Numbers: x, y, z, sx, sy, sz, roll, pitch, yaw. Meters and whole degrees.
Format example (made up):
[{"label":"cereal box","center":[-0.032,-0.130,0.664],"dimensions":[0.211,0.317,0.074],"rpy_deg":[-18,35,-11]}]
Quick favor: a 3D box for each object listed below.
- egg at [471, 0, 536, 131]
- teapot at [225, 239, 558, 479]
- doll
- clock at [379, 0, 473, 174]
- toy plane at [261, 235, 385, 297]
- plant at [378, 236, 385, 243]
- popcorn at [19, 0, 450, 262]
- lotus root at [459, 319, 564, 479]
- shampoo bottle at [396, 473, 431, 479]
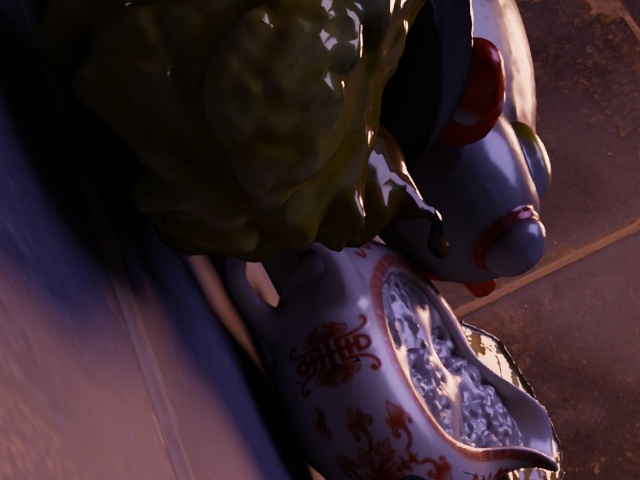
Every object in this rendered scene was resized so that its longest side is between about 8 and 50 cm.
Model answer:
[{"label":"egg","center":[0.052,-0.152,1.381],"dimensions":[0.379,0.288,0.287],"rpy_deg":[60,2,16]},{"label":"teapot","center":[0.029,0.069,0.812],"dimensions":[0.245,0.116,0.159],"rpy_deg":[44,40,-42]},{"label":"doll","center":[0.057,-0.080,0.831],"dimensions":[0.200,0.105,0.336],"rpy_deg":[43,-18,44]},{"label":"clock","center":[-0.027,-0.113,0.716],"dimensions":[0.042,0.215,0.215],"rpy_deg":[-45,116,-41]},{"label":"toy plane","center":[-0.005,0.001,0.968],"dimensions":[0.251,0.101,0.255],"rpy_deg":[58,10,-63]},{"label":"plant","center":[0.026,0.042,1.253],"dimensions":[0.094,0.092,0.143],"rpy_deg":[-92,165,-65]},{"label":"popcorn","center":[-0.025,-0.059,0.601],"dimensions":[0.195,0.174,0.168],"rpy_deg":[93,-3,-48]},{"label":"lotus root","center":[0.146,0.220,1.514],"dimensions":[0.210,0.142,0.314],"rpy_deg":[16,38,-31]},{"label":"shampoo bottle","center":[0.057,0.205,0.504],"dimensions":[0.246,0.079,0.080],"rpy_deg":[65,4,14]}]
